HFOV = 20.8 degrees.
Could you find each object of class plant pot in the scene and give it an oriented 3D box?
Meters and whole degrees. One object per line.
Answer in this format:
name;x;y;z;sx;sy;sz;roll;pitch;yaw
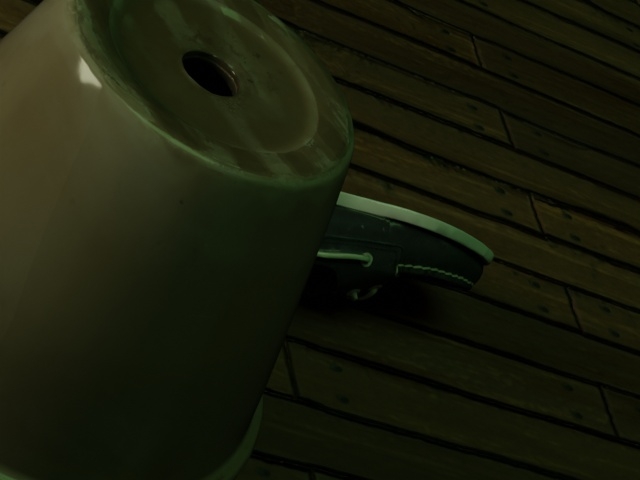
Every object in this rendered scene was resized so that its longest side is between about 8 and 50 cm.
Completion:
plant pot;-0.131;-0.006;1.057;0.323;0.280;0.323;25;36;-20

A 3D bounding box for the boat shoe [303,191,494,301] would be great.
boat shoe;0.000;0.000;1.357;0.302;0.091;0.114;19;-7;-26
